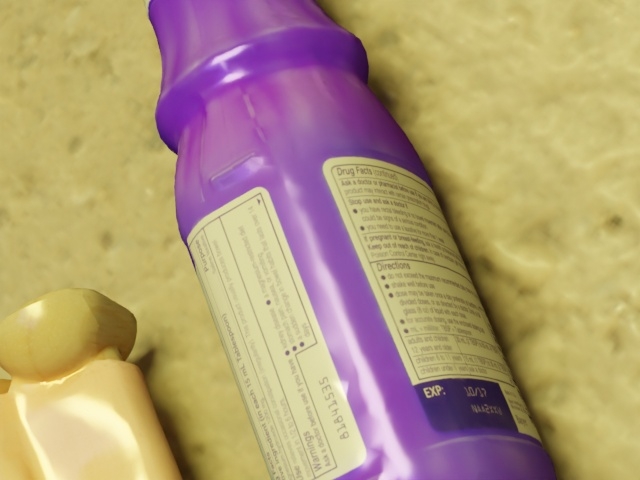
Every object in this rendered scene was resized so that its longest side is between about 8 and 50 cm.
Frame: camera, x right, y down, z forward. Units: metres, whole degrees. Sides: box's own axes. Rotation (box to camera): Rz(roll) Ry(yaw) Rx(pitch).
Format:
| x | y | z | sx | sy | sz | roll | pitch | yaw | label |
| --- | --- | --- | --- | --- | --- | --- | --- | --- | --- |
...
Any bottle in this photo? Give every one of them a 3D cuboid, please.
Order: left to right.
| x | y | z | sx | sy | sz | roll | pitch | yaw | label |
| --- | --- | --- | --- | --- | --- | --- | --- | --- | --- |
| 0.000 | 0.000 | 0.742 | 0.092 | 0.118 | 0.283 | -30 | 67 | 20 | bottle |

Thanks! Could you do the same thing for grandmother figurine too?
| x | y | z | sx | sy | sz | roll | pitch | yaw | label |
| --- | --- | --- | --- | --- | --- | --- | --- | --- | --- |
| -0.069 | 0.201 | 0.744 | 0.208 | 0.104 | 0.342 | -50 | 56 | 39 | grandmother figurine |
